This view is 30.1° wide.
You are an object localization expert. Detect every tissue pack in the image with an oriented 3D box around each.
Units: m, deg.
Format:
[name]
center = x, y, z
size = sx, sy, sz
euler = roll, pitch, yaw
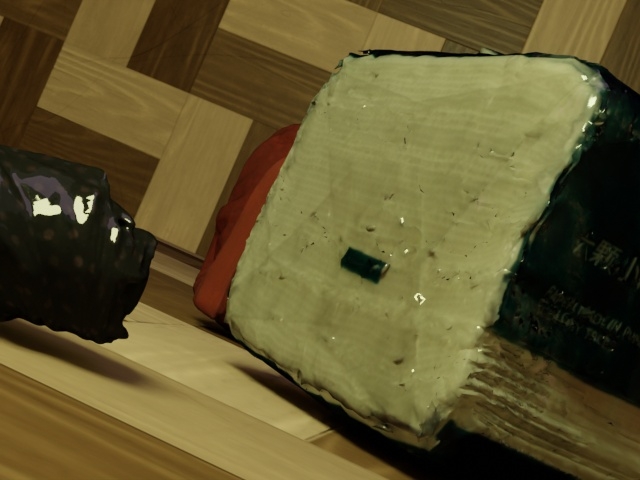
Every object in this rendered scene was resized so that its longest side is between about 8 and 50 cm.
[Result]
[tissue pack]
center = 0.187, 0.058, 0.836
size = 0.417, 0.253, 0.264
euler = 28, -4, -35

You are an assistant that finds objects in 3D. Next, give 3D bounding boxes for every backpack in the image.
[backpack]
center = 0.001, 0.000, 1.026
size = 0.229, 0.229, 0.139
euler = 23, 2, 33

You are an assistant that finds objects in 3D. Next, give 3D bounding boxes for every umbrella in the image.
[umbrella]
center = -0.230, -0.041, 0.540
size = 0.326, 0.090, 0.094
euler = 23, 2, -10
